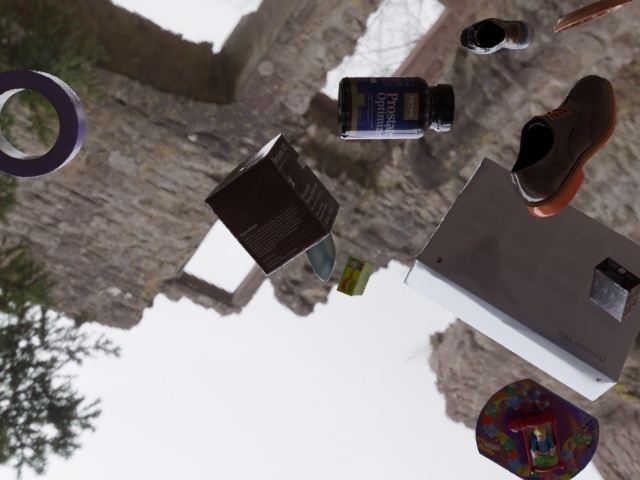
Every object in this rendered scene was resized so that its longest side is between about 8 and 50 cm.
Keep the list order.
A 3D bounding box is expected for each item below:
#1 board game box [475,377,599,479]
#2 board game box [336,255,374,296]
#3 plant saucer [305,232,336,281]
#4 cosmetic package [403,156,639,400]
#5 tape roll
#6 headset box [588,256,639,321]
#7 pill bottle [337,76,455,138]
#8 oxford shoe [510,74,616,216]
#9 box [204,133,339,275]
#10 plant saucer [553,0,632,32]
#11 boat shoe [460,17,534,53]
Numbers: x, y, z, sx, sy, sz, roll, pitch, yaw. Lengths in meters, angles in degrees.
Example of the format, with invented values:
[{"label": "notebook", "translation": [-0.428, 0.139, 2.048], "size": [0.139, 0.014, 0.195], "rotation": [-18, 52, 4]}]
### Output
[{"label": "board game box", "translation": [0.298, 0.274, 1.039], "size": [0.169, 0.133, 0.033], "rotation": [32, -167, -2]}, {"label": "board game box", "translation": [0.091, 0.092, 1.921], "size": [0.043, 0.092, 0.181], "rotation": [22, -179, 12]}, {"label": "plant saucer", "translation": [0.000, 0.000, 1.802], "size": [0.195, 0.038, 0.194], "rotation": [-17, -90, -76]}, {"label": "cosmetic package", "translation": [0.379, 0.057, 1.335], "size": [0.377, 0.097, 0.284], "rotation": [32, -124, 10]}, {"label": "tape roll", "translation": [-0.525, -0.211, 1.366], "size": [0.189, 0.189, 0.080], "rotation": [33, -173, -13]}, {"label": "headset box", "translation": [0.433, 0.075, 1.118], "size": [0.032, 0.083, 0.062], "rotation": [-30, -130, -19]}, {"label": "pill bottle", "translation": [0.146, -0.261, 1.493], "size": [0.219, 0.122, 0.122], "rotation": [-1, -137, -4]}, {"label": "oxford shoe", "translation": [0.365, -0.166, 1.136], "size": [0.098, 0.097, 0.271], "rotation": [45, -120, -26]}, {"label": "box", "translation": [-0.094, -0.074, 1.553], "size": [0.203, 0.167, 0.168], "rotation": [51, -158, -14]}, {"label": "plant saucer", "translation": [0.295, -0.248, 0.825], "size": [0.083, 0.084, 0.013], "rotation": [-27, -81, -55]}, {"label": "boat shoe", "translation": [0.312, -0.387, 1.416], "size": [0.066, 0.066, 0.183], "rotation": [-4, -171, -27]}]
